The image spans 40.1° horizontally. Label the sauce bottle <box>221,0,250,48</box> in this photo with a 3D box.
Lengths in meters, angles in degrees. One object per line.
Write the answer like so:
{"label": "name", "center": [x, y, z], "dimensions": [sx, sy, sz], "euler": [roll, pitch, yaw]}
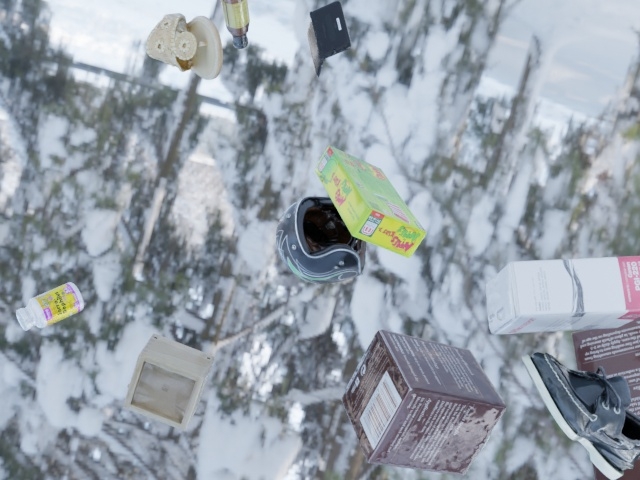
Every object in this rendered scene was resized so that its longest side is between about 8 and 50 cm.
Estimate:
{"label": "sauce bottle", "center": [-0.133, -0.354, 1.389], "dimensions": [0.042, 0.042, 0.128], "euler": [16, 156, 6]}

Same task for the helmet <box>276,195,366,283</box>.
{"label": "helmet", "center": [0.000, 0.000, 1.614], "dimensions": [0.161, 0.170, 0.169], "euler": [2, -175, 8]}

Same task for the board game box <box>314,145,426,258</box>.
{"label": "board game box", "center": [0.062, -0.054, 1.155], "dimensions": [0.092, 0.043, 0.181], "euler": [22, -158, -28]}

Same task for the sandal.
{"label": "sandal", "center": [-0.208, -0.272, 1.230], "dimensions": [0.079, 0.088, 0.240], "euler": [-12, -156, -20]}

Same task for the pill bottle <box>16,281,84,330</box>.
{"label": "pill bottle", "center": [-0.369, 0.092, 1.197], "dimensions": [0.083, 0.043, 0.043], "euler": [-27, -149, -32]}

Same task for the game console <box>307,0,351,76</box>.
{"label": "game console", "center": [0.017, -0.431, 1.877], "dimensions": [0.107, 0.122, 0.071], "euler": [-20, 157, 17]}

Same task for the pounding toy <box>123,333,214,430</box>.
{"label": "pounding toy", "center": [-0.259, 0.235, 1.453], "dimensions": [0.130, 0.141, 0.100], "euler": [21, -156, 0]}

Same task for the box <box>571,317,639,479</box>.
{"label": "box", "center": [0.633, 0.352, 1.722], "dimensions": [0.191, 0.382, 0.143], "euler": [-20, 145, 33]}

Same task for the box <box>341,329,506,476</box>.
{"label": "box", "center": [0.175, 0.284, 1.528], "dimensions": [0.203, 0.169, 0.167], "euler": [15, -155, -25]}

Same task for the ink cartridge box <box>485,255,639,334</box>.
{"label": "ink cartridge box", "center": [0.385, 0.089, 1.384], "dimensions": [0.217, 0.092, 0.158], "euler": [-4, 164, -5]}

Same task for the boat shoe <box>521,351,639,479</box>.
{"label": "boat shoe", "center": [0.417, 0.249, 1.318], "dimensions": [0.340, 0.113, 0.127], "euler": [46, -161, -33]}
